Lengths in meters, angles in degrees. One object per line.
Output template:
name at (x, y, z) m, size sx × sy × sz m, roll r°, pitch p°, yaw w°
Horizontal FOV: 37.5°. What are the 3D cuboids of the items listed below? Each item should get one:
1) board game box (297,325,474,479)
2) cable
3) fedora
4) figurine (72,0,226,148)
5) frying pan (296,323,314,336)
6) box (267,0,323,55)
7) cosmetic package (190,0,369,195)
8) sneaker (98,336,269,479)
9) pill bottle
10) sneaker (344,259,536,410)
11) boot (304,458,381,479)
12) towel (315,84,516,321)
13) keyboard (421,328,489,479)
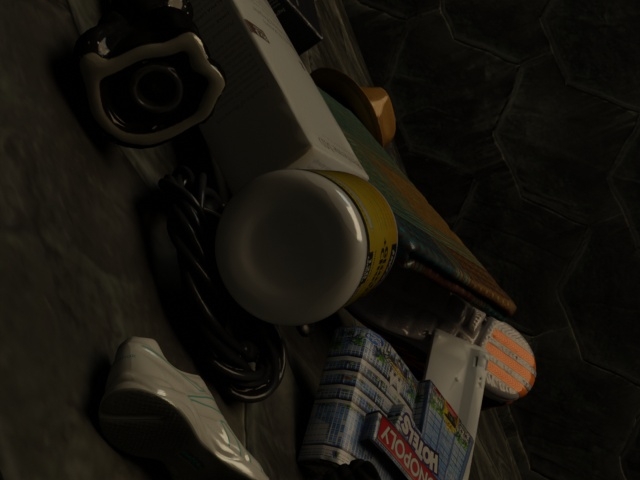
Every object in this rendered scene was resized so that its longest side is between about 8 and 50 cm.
board game box at (0.062, 0.206, 0.839) m, size 0.194 × 0.060 × 0.194 m, roll 54°, pitch 36°, yaw -33°
cable at (-0.075, 0.031, 0.683) m, size 0.150 × 0.047 × 0.184 m, roll -92°, pitch 163°, yaw -46°
fedora at (0.050, -0.165, 1.330) m, size 0.194 × 0.079 × 0.194 m, roll 42°, pitch -31°, yaw 34°
figurine at (-0.152, -0.196, 0.647) m, size 0.215 × 0.092 × 0.209 m, roll 61°, pitch 5°, yaw -30°
frying pan at (-0.020, 0.025, 0.895) m, size 0.326 × 0.053 × 0.197 m, roll -102°, pitch 165°, yaw -46°
box at (-0.087, -0.273, 0.962) m, size 0.158 × 0.093 × 0.156 m, roll 39°, pitch 28°, yaw -39°
cosmetic package at (-0.059, -0.132, 0.808) m, size 0.231 × 0.085 × 0.117 m, roll 60°, pitch 17°, yaw 22°
sneaker at (-0.068, 0.110, 0.528) m, size 0.061 × 0.054 × 0.152 m, roll -101°, pitch 165°, yaw -53°
pill bottle at (0.000, 0.000, 0.686) m, size 0.184 × 0.103 × 0.103 m, roll -14°, pitch 83°, yaw -75°
sneaker at (0.083, 0.107, 1.122) m, size 0.321 × 0.180 × 0.124 m, roll 41°, pitch 56°, yaw -4°
boot at (0.056, 0.276, 0.542) m, size 0.338 × 0.118 × 0.222 m, roll -96°, pitch 164°, yaw -85°
towel at (0.052, -0.071, 1.048) m, size 0.271 × 0.040 × 0.370 m, roll 27°, pitch 22°, yaw -52°
keyboard at (0.125, 0.218, 0.981) m, size 0.014 × 0.072 × 0.256 m, roll 127°, pitch -19°, yaw -61°
